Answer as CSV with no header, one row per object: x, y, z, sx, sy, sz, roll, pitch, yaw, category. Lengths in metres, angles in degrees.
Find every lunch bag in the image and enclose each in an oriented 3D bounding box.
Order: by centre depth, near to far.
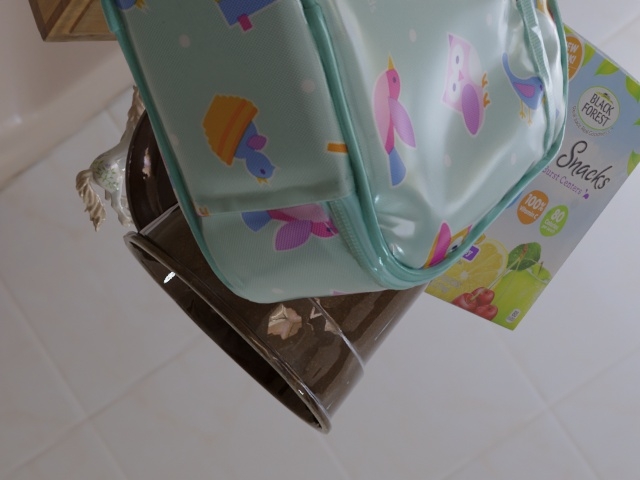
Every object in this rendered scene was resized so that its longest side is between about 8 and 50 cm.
0.011,-0.132,0.609,0.108,0.279,0.224,-4,-159,37,lunch bag

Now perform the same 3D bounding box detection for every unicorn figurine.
-0.193,-0.090,1.489,0.060,0.111,0.162,0,-139,46,unicorn figurine

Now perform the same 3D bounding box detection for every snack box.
0.134,-0.052,1.015,0.174,0.070,0.207,23,105,-47,snack box

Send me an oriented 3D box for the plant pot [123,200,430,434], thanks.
0.000,0.000,0.846,0.165,0.167,0.167,-45,173,-10,plant pot

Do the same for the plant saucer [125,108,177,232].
-0.051,-0.047,0.973,0.168,0.168,0.029,-36,165,9,plant saucer

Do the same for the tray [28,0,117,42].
-0.008,-0.241,1.130,0.411,0.076,0.203,-7,158,-37,tray
